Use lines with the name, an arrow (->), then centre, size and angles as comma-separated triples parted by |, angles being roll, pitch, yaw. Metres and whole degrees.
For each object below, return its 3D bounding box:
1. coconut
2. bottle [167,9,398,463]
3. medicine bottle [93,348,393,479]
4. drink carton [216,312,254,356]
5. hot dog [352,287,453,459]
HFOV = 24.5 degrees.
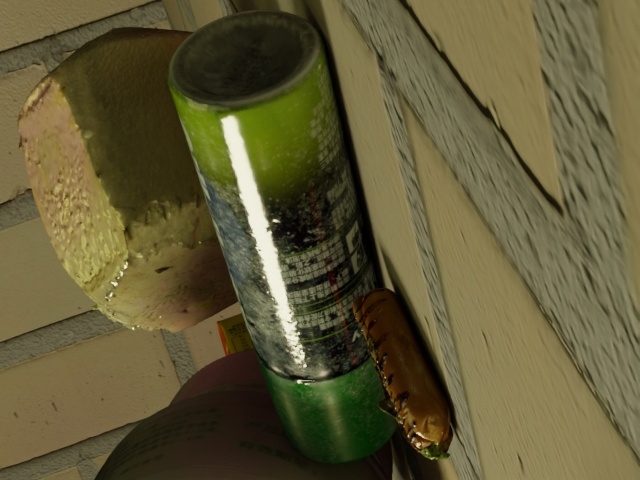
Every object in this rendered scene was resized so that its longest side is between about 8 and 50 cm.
coconut -> -0.136, -0.065, 1.224 | 0.233, 0.233, 0.245 | 82, 167, -65
bottle -> -0.013, 0.012, 0.941 | 0.093, 0.093, 0.330 | -115, 7, -47
medicine bottle -> -0.060, 0.238, 1.144 | 0.325, 0.256, 0.256 | -71, -35, -72
drink carton -> -0.018, 0.204, 1.638 | 0.351, 0.111, 0.154 | -123, 14, -65
hot dog -> 0.046, 0.077, 0.873 | 0.049, 0.037, 0.122 | 81, 167, -49
